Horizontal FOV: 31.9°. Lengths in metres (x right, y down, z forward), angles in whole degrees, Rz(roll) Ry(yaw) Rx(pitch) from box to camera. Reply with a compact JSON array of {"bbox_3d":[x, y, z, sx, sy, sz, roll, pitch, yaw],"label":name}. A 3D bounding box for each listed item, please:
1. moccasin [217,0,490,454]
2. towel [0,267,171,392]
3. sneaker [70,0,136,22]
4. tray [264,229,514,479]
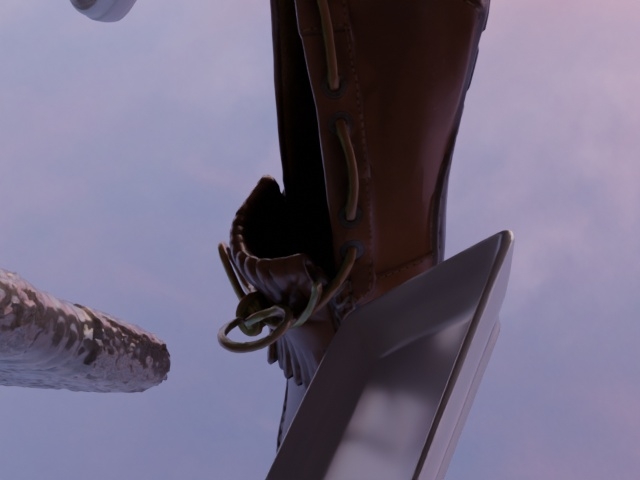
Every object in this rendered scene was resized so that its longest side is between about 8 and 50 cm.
[{"bbox_3d":[0.001,0.002,0.665,0.146,0.380,0.139,-5,-146,-20],"label":"moccasin"},{"bbox_3d":[-0.238,0.041,0.592,0.282,0.187,0.049,1,-105,23],"label":"towel"},{"bbox_3d":[-0.219,-0.320,0.982,0.169,0.293,0.108,-18,-128,-44],"label":"sneaker"},{"bbox_3d":[0.009,0.122,0.487,0.145,0.030,0.270,-35,-157,52],"label":"tray"}]
